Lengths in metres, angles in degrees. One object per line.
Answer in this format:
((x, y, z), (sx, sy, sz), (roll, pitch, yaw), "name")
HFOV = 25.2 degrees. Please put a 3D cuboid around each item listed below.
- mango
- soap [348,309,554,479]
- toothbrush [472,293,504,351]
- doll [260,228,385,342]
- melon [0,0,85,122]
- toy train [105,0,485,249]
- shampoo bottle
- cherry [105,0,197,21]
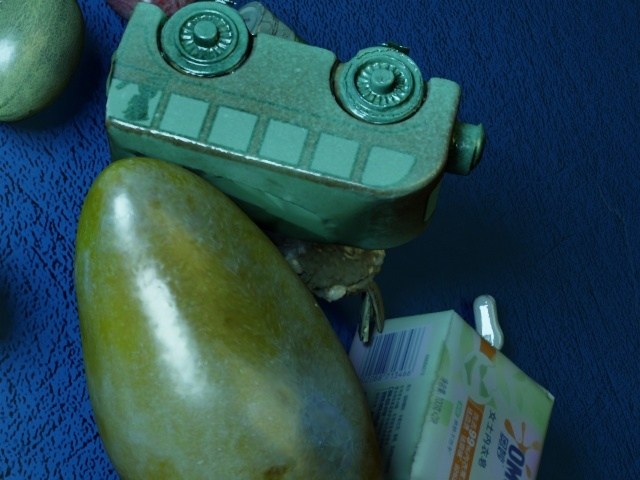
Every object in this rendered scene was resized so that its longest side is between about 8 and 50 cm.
((-0.084, 0.110, 1.149), (0.221, 0.199, 0.384), (-41, 108, -45), "mango")
((0.111, 0.195, 1.377), (0.182, 0.138, 0.199), (41, 52, -33), "soap")
((0.205, 0.265, 1.527), (0.040, 0.042, 0.418), (27, 54, -76), "toothbrush")
((0.006, -0.003, 1.336), (0.105, 0.115, 0.221), (-48, 121, -4), "doll")
((-0.239, -0.154, 1.134), (0.098, 0.098, 0.131), (38, 54, -33), "melon")
((-0.028, -0.092, 1.200), (0.326, 0.129, 0.159), (15, 67, 3), "toy train")
((-0.007, -0.150, 1.398), (0.204, 0.065, 0.065), (37, 55, -34), "shampoo bottle")
((-0.169, -0.283, 1.256), (0.107, 0.090, 0.226), (-15, 80, -48), "cherry")
